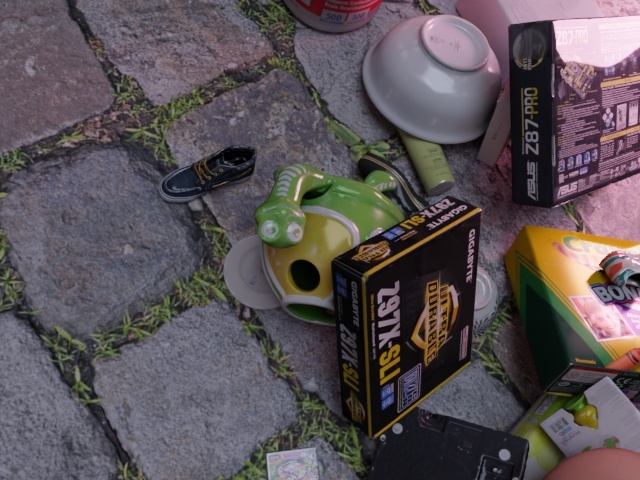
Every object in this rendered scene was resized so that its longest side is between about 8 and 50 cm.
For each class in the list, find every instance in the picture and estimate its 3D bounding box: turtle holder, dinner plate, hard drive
[{"bbox_3d":[0.018,0.006,1.062,0.243,0.320,0.227,13,70,-2],"label":"turtle holder"},{"bbox_3d":[-0.104,0.054,1.182,0.141,0.017,0.141,3,72,-10],"label":"dinner plate"},{"bbox_3d":[0.176,0.449,1.036,0.237,0.064,0.338,11,66,24],"label":"hard drive"}]

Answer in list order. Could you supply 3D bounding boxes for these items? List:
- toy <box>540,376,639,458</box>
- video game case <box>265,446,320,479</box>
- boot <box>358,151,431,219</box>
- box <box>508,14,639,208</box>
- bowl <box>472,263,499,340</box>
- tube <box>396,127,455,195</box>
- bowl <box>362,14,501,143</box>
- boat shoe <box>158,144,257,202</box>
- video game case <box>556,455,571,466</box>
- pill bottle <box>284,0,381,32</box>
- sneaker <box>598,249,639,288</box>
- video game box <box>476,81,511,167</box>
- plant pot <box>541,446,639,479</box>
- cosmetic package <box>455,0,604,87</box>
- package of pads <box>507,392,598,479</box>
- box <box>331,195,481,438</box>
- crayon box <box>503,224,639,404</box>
[{"bbox_3d":[0.489,0.349,1.063,0.137,0.056,0.237,-42,81,14],"label":"toy"},{"bbox_3d":[-0.042,0.409,1.081,0.087,0.011,0.122,-3,73,-14],"label":"video game case"},{"bbox_3d":[0.116,-0.059,1.241,0.198,0.077,0.137,44,74,5],"label":"boot"},{"bbox_3d":[0.502,-0.255,1.237,0.395,0.097,0.318,-19,111,-38],"label":"box"},{"bbox_3d":[0.267,0.099,1.217,0.170,0.080,0.170,4,71,-11],"label":"bowl"},{"bbox_3d":[0.197,-0.207,1.315,0.070,0.062,0.240,12,54,-56],"label":"tube"},{"bbox_3d":[0.243,-0.349,1.302,0.298,0.134,0.297,8,59,-13],"label":"bowl"},{"bbox_3d":[-0.203,-0.126,1.181,0.183,0.083,0.065,-20,78,-18],"label":"boat shoe"},{"bbox_3d":[0.413,0.483,1.044,0.183,0.023,0.201,41,66,3],"label":"video game case"},{"bbox_3d":[0.061,-0.598,1.222,0.229,0.407,0.229,4,72,-11],"label":"pill bottle"},{"bbox_3d":[0.584,0.057,1.172,0.161,0.057,0.075,-2,48,-15],"label":"sneaker"},{"bbox_3d":[0.388,-0.272,1.300,0.048,0.205,0.187,28,67,13],"label":"video game box"},{"bbox_3d":[0.427,0.412,0.940,0.284,0.284,0.191,40,30,2],"label":"plant pot"},{"bbox_3d":[0.454,-0.480,1.419,0.225,0.138,0.224,-19,77,-19],"label":"cosmetic package"},{"bbox_3d":[0.450,0.430,1.139,0.229,0.101,0.296,-39,84,-22],"label":"package of pads"},{"bbox_3d":[0.142,0.122,1.047,0.257,0.322,0.079,-26,38,-31],"label":"box"},{"bbox_3d":[0.552,0.137,1.197,0.363,0.106,0.313,8,47,-11],"label":"crayon box"}]
